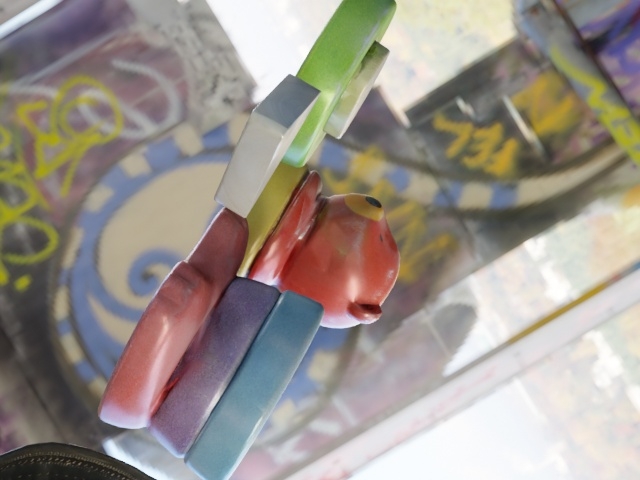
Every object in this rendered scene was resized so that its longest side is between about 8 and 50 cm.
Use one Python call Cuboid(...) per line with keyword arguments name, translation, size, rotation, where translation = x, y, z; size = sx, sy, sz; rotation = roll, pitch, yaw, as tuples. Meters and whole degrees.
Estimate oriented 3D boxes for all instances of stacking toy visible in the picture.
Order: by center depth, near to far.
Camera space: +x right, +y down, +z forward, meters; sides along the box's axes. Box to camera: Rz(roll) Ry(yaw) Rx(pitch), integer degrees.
Cuboid(name="stacking toy", translation=(0.000, 0.000, 0.836), size=(0.130, 0.279, 0.309), rotation=(31, -145, 0))

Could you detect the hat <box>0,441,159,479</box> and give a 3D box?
Cuboid(name="hat", translation=(-0.162, 0.290, 0.731), size=(0.134, 0.331, 0.331), rotation=(22, 153, 48))
